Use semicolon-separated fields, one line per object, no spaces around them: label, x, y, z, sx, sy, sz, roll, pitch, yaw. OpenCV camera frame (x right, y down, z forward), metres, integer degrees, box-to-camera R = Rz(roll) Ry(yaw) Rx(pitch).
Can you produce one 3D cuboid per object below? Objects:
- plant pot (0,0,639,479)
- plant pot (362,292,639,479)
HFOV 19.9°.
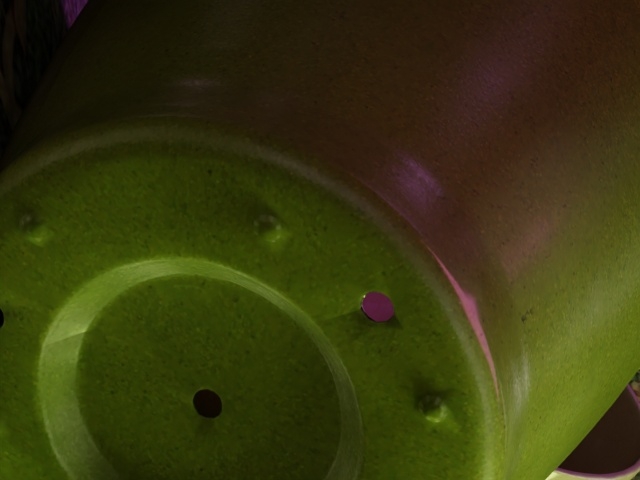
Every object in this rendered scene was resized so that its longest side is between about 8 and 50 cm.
plant pot;0.000;0.000;0.844;0.353;0.366;0.366;-53;138;-62
plant pot;0.076;0.193;1.419;0.274;0.256;0.256;-59;-170;26
